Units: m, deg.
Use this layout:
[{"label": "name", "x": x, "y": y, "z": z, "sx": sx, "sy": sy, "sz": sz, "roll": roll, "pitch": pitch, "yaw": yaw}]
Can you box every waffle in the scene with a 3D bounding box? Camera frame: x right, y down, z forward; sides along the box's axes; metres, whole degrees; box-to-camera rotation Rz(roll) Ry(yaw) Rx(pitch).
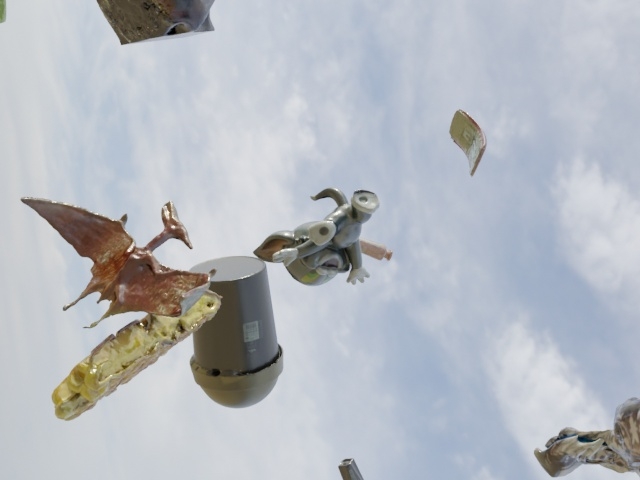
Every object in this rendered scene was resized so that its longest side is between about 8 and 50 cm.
[{"label": "waffle", "x": -0.271, "y": 0.160, "z": 1.047, "sx": 0.065, "sy": 0.283, "sz": 0.309, "roll": 52, "pitch": -2, "yaw": 0}]

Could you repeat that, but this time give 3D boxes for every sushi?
[{"label": "sushi", "x": -0.297, "y": -0.486, "z": 1.273, "sx": 0.212, "sy": 0.215, "sz": 0.227, "roll": 4, "pitch": -70, "yaw": 43}]

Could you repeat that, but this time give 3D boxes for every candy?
[{"label": "candy", "x": 0.213, "y": 0.125, "z": 0.447, "sx": 0.226, "sy": 0.094, "sz": 0.051, "roll": 109, "pitch": -11, "yaw": -63}]

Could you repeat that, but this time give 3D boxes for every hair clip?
[{"label": "hair clip", "x": 0.218, "y": -0.144, "z": 1.031, "sx": 0.137, "sy": 0.022, "sz": 0.054, "roll": -100, "pitch": -157, "yaw": -54}]

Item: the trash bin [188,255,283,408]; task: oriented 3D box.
[{"label": "trash bin", "x": -0.195, "y": 0.217, "z": 1.582, "sx": 0.214, "sy": 0.214, "sz": 0.334, "roll": 18, "pitch": -61, "yaw": 55}]

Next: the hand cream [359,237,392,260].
[{"label": "hand cream", "x": 0.083, "y": 0.005, "z": 1.786, "sx": 0.067, "sy": 0.210, "sz": 0.043, "roll": 165, "pitch": -56, "yaw": -83}]

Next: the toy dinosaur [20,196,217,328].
[{"label": "toy dinosaur", "x": -0.261, "y": 0.024, "z": 0.934, "sx": 0.327, "sy": 0.206, "sz": 0.113, "roll": 57, "pitch": -7, "yaw": 44}]

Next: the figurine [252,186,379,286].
[{"label": "figurine", "x": 0.000, "y": -0.006, "z": 1.270, "sx": 0.140, "sy": 0.193, "sz": 0.265, "roll": -113, "pitch": -146, "yaw": -40}]

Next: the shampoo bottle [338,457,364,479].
[{"label": "shampoo bottle", "x": 0.072, "y": 0.481, "z": 1.347, "sx": 0.137, "sy": 0.048, "sz": 0.027, "roll": 68, "pitch": -14, "yaw": -15}]

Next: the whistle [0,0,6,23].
[{"label": "whistle", "x": -0.371, "y": -0.376, "z": 0.716, "sx": 0.141, "sy": 0.141, "sz": 0.294, "roll": 18, "pitch": -49, "yaw": 55}]
